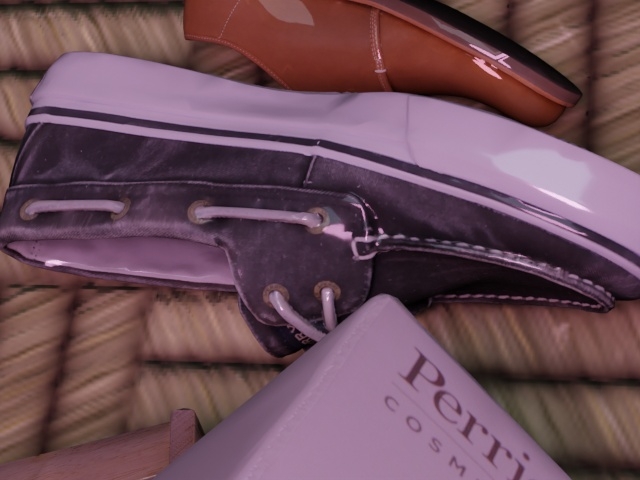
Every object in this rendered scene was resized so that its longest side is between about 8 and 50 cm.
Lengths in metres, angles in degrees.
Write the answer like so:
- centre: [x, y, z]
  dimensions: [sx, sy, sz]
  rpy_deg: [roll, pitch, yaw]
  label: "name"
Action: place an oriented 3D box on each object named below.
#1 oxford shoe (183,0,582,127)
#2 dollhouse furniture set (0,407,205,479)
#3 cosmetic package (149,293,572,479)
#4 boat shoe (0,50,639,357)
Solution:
- centre: [0.027, -0.092, 0.836]
  dimensions: [0.212, 0.076, 0.076]
  rpy_deg: [23, 101, 19]
  label: "oxford shoe"
- centre: [-0.109, 0.198, 0.633]
  dimensions: [0.161, 0.212, 0.242]
  rpy_deg: [-15, 35, 6]
  label: "dollhouse furniture set"
- centre: [-0.028, 0.226, 0.391]
  dimensions: [0.230, 0.453, 0.161]
  rpy_deg: [45, 122, -4]
  label: "cosmetic package"
- centre: [0.000, 0.000, 0.771]
  dimensions: [0.335, 0.121, 0.119]
  rpy_deg: [11, 74, 29]
  label: "boat shoe"
